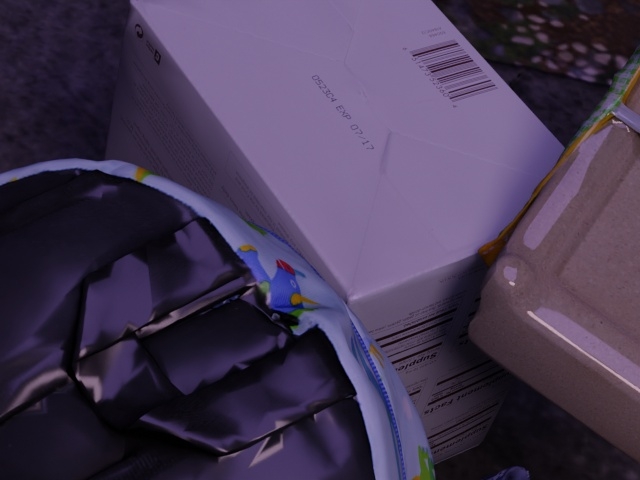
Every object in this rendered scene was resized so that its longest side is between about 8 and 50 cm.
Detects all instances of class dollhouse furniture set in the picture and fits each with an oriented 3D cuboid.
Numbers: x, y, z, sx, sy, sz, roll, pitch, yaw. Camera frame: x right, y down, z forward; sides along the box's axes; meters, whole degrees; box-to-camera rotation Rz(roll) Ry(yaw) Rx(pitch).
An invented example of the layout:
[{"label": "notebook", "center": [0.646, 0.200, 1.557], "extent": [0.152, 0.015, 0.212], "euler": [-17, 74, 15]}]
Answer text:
[{"label": "dollhouse furniture set", "center": [0.216, 0.057, 0.694], "extent": [0.301, 0.151, 0.197], "euler": [36, 68, 5]}]

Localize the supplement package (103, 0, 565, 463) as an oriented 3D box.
[{"label": "supplement package", "center": [0.000, 0.000, 0.768], "extent": [0.149, 0.203, 0.194], "euler": [-19, 58, -29]}]

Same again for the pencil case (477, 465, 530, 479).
[{"label": "pencil case", "center": [0.052, 0.282, 0.551], "extent": [0.160, 0.183, 0.410], "euler": [24, 49, 5]}]

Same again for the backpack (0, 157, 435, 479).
[{"label": "backpack", "center": [-0.130, 0.128, 0.559], "extent": [0.290, 0.355, 0.273], "euler": [52, 13, 22]}]
